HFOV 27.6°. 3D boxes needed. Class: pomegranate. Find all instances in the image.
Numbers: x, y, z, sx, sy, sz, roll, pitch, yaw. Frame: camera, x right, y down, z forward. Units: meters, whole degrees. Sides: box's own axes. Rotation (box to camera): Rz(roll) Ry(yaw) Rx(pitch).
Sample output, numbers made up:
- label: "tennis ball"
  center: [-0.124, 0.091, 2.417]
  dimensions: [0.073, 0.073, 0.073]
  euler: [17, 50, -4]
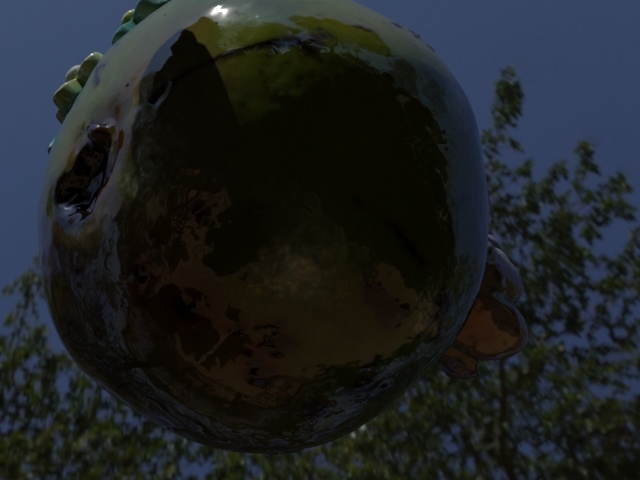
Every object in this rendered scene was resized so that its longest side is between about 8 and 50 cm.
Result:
- label: "pomegranate"
  center: [-0.011, -0.010, 0.511]
  dimensions: [0.179, 0.210, 0.179]
  euler: [-1, -92, 28]

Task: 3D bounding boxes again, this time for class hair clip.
- label: "hair clip"
  center: [-0.075, -0.101, 0.633]
  dimensions: [0.173, 0.049, 0.049]
  euler: [-44, -66, -18]
